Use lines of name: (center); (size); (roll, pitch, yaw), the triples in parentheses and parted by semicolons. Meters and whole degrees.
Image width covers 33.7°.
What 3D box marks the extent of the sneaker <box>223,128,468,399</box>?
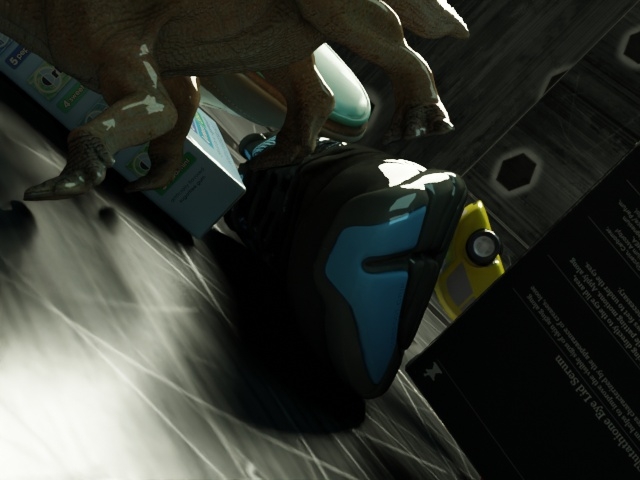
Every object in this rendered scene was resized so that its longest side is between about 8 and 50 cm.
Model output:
sneaker: (0.000, 0.000, 0.613); (0.140, 0.125, 0.341); (24, 3, 3)

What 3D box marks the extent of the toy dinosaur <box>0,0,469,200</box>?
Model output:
toy dinosaur: (-0.052, -0.127, 0.443); (0.127, 0.296, 0.200); (178, -98, -69)

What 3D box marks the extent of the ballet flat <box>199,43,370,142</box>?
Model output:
ballet flat: (-0.070, -0.111, 0.545); (0.213, 0.068, 0.072); (37, 39, -18)

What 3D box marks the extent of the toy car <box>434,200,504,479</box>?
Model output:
toy car: (0.134, 0.118, 0.736); (0.225, 0.053, 0.239); (60, 17, -51)

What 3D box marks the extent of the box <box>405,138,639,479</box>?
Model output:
box: (0.192, 0.104, 0.496); (0.103, 0.184, 0.261); (1, 48, -54)

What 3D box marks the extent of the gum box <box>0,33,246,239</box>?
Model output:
gum box: (-0.129, -0.095, 0.590); (0.184, 0.041, 0.157); (42, 7, -21)
